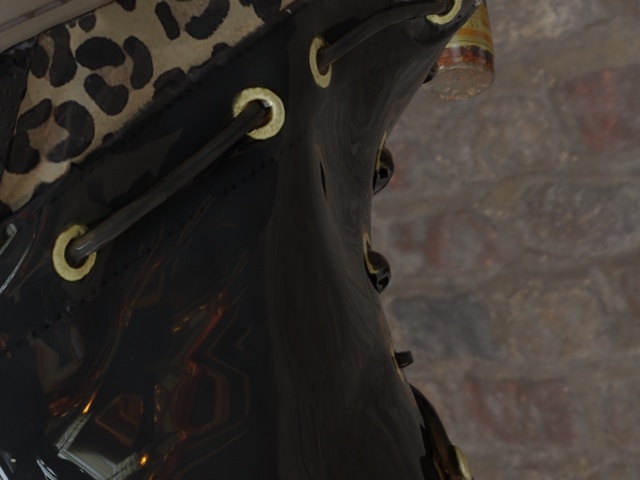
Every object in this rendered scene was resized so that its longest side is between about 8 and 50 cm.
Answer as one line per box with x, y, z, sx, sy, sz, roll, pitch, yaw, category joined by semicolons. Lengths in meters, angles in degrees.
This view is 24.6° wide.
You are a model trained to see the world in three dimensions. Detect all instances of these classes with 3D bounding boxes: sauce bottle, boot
0.064;-0.136;0.765;0.042;0.042;0.128;-38;53;49;sauce bottle
0.000;0.000;0.528;0.138;0.377;0.284;-7;105;42;boot
